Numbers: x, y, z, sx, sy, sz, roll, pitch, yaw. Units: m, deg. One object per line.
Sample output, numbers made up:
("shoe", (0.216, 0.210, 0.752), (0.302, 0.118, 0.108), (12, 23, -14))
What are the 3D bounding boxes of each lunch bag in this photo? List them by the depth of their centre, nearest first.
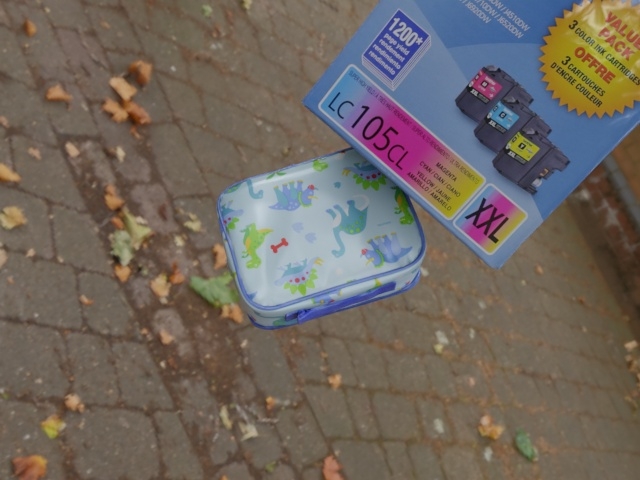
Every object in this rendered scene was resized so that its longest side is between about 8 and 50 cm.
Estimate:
("lunch bag", (0.000, 0.000, 0.899), (0.090, 0.219, 0.176), (88, -17, -65))

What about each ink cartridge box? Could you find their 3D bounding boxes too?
("ink cartridge box", (0.212, -0.208, 0.787), (0.270, 0.395, 0.151), (41, 19, 2))
